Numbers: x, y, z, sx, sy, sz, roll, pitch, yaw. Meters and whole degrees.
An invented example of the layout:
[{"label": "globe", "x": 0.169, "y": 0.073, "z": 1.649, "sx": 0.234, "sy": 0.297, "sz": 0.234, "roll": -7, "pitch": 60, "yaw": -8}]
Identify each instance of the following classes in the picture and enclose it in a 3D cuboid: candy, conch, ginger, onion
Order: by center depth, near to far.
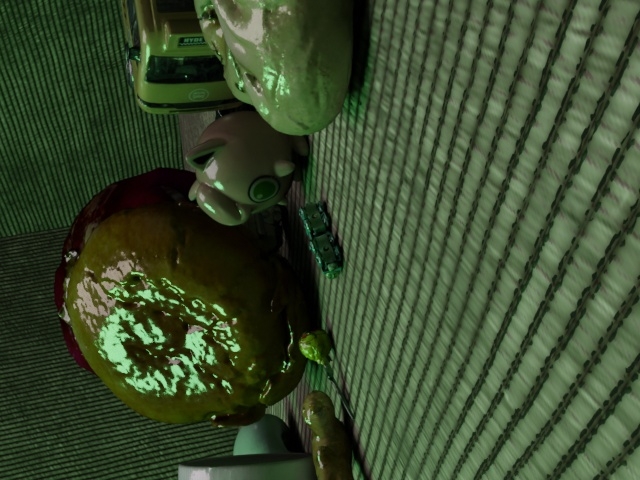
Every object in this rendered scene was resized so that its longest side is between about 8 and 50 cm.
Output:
[{"label": "ginger", "x": 0.027, "y": 0.283, "z": 0.918, "sx": 0.176, "sy": 0.052, "sz": 0.193, "roll": -120, "pitch": 15, "yaw": -60}, {"label": "candy", "x": 0.010, "y": 0.153, "z": 0.932, "sx": 0.035, "sy": 0.035, "sz": 0.123, "roll": -46, "pitch": 53, "yaw": 26}, {"label": "conch", "x": -0.076, "y": 0.406, "z": 1.419, "sx": 0.185, "sy": 0.121, "sz": 0.221, "roll": 52, "pitch": 178, "yaw": -29}, {"label": "onion", "x": -0.220, "y": 0.083, "z": 1.434, "sx": 0.420, "sy": 0.398, "sz": 0.399, "roll": 11, "pitch": -118, "yaw": -56}]

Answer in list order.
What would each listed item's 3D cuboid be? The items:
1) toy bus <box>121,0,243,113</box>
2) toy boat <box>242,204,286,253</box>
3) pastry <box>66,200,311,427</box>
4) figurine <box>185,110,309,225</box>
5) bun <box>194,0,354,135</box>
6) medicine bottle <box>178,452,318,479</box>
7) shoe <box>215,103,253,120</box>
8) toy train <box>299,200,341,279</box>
[{"label": "toy bus", "x": -0.187, "y": -0.362, "z": 1.075, "sx": 0.202, "sy": 0.176, "sz": 0.366, "roll": 133, "pitch": 127, "yaw": -69}, {"label": "toy boat", "x": -0.094, "y": -0.073, "z": 1.148, "sx": 0.084, "sy": 0.066, "sz": 0.210, "roll": 105, "pitch": 153, "yaw": -62}, {"label": "pastry", "x": -0.177, "y": 0.105, "z": 1.082, "sx": 0.164, "sy": 0.355, "sz": 0.356, "roll": -65, "pitch": -20, "yaw": -48}, {"label": "figurine", "x": -0.083, "y": -0.083, "z": 0.913, "sx": 0.125, "sy": 0.138, "sz": 0.125, "roll": 163, "pitch": 90, "yaw": -75}, {"label": "bun", "x": -0.046, "y": -0.205, "z": 0.662, "sx": 0.210, "sy": 0.116, "sz": 0.237, "roll": 107, "pitch": 150, "yaw": -65}, {"label": "medicine bottle", "x": -0.099, "y": 0.485, "z": 1.198, "sx": 0.256, "sy": 0.256, "sz": 0.325, "roll": 129, "pitch": 140, "yaw": -75}, {"label": "shoe", "x": -0.128, "y": -0.187, "z": 1.240, "sx": 0.053, "sy": 0.062, "sz": 0.159, "roll": 67, "pitch": 168, "yaw": -2}, {"label": "toy train", "x": 0.000, "y": 0.000, "z": 0.848, "sx": 0.045, "sy": 0.029, "sz": 0.092, "roll": 82, "pitch": 170, "yaw": -53}]
